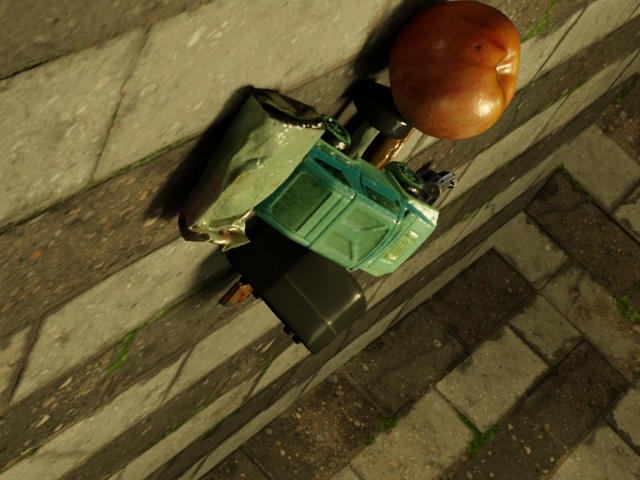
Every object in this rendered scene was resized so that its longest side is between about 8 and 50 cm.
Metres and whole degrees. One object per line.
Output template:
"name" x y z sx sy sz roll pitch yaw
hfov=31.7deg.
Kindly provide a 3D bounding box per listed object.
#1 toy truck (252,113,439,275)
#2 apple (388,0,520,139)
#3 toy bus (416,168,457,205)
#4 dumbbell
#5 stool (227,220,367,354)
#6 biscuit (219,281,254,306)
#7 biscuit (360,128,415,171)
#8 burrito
"toy truck" 0.032 -0.053 1.604 0.279 0.156 0.155 29 116 -32
"apple" 0.198 -0.244 1.619 0.209 0.164 0.210 -11 102 -59
"toy bus" 0.221 -0.098 2.445 0.073 0.076 0.167 -29 162 -47
"dumbbell" 0.052 -0.141 1.707 0.191 0.100 0.100 -51 166 24
"stool" -0.038 0.068 1.838 0.141 0.232 0.232 -41 167 -4
"biscuit" -0.130 0.083 2.033 0.130 0.019 0.119 -37 165 -30
"biscuit" 0.085 -0.123 1.851 0.289 0.044 0.202 -55 -174 9
"burrito" -0.099 -0.088 1.438 0.229 0.089 0.144 -51 152 20
